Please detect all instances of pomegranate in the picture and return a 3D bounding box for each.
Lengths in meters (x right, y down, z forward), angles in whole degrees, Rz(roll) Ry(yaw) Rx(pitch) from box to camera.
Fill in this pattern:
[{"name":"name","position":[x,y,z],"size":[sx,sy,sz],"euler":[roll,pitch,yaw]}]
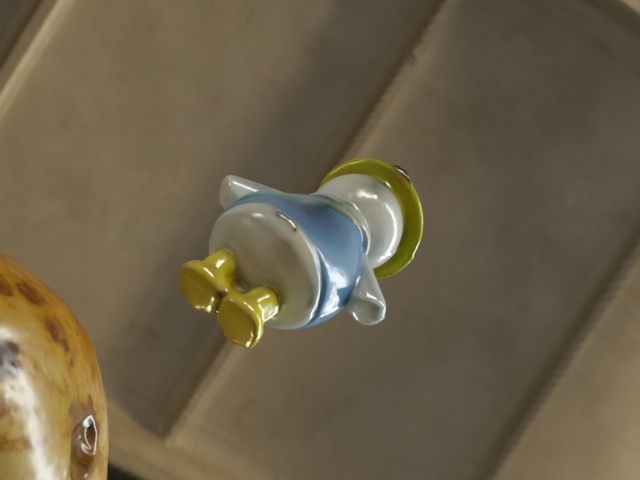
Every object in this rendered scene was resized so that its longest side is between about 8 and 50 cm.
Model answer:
[{"name":"pomegranate","position":[-0.211,0.099,0.767],"size":[0.215,0.215,0.215],"euler":[-4,-65,-8]}]

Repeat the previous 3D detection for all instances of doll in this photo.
[{"name":"doll","position":[0.000,0.001,1.126],"size":[0.135,0.241,0.098],"euler":[8,-73,30]}]
